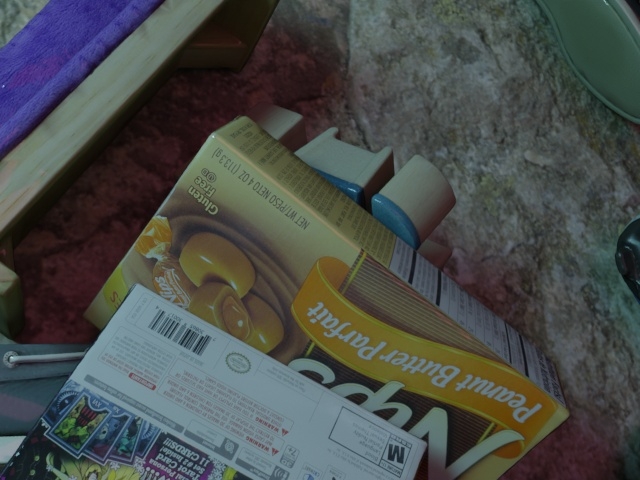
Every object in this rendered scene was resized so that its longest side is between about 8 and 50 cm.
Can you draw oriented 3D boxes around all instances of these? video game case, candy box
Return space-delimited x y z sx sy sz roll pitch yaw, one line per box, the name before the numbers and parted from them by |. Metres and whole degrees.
video game case | -0.072 0.166 0.463 0.232 0.042 0.210 28 56 0
candy box | 0.004 0.077 0.568 0.316 0.183 0.087 38 21 -5

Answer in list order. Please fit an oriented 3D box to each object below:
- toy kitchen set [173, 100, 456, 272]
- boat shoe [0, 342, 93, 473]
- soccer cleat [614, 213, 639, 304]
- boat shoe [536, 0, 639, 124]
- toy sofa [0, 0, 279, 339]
toy kitchen set | 0.000 0.000 0.664 0.207 0.166 0.122 25 53 30
boat shoe | -0.286 0.101 0.497 0.320 0.116 0.099 11 61 -22
soccer cleat | 0.419 0.111 0.740 0.143 0.116 0.331 -4 65 -48
boat shoe | 0.317 -0.289 0.853 0.113 0.127 0.340 -31 75 -15
toy sofa | -0.200 -0.120 0.583 0.177 0.150 0.362 37 63 -6
